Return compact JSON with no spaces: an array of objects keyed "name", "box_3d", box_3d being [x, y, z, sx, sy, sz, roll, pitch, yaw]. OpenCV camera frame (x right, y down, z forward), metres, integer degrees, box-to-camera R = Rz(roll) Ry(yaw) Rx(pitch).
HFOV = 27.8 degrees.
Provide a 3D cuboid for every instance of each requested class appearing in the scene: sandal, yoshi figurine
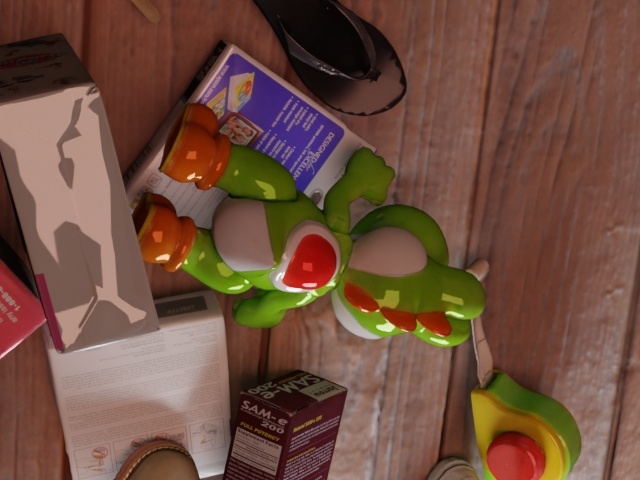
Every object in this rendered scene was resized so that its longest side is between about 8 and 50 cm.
[{"name":"sandal","box_3d":[-0.001,-0.216,1.330,0.097,0.054,0.254,-45,121,1]},{"name":"yoshi figurine","box_3d":[-0.006,-0.002,1.330,0.362,0.203,0.203,24,60,-13]}]

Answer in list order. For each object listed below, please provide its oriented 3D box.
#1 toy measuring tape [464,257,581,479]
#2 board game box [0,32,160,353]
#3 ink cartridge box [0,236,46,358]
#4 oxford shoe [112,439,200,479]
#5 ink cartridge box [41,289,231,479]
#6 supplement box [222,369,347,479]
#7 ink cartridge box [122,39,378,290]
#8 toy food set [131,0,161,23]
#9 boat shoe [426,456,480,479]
[{"name":"toy measuring tape","box_3d":[0.237,0.179,1.495,0.121,0.121,0.330,-14,110,-12]},{"name":"board game box","box_3d":[-0.240,-0.055,1.186,0.097,0.303,0.224,-15,109,-12]},{"name":"ink cartridge box","box_3d":[-0.496,0.078,1.212,0.384,0.160,0.279,-40,118,-5]},{"name":"oxford shoe","box_3d":[-0.177,0.416,1.374,0.140,0.146,0.397,13,82,-35]},{"name":"ink cartridge box","box_3d":[-0.196,0.173,1.419,0.189,0.066,0.232,-11,130,-13]},{"name":"supplement box","box_3d":[-0.051,0.275,1.434,0.130,0.073,0.239,-12,118,-61]},{"name":"ink cartridge box","box_3d":[-0.078,-0.072,1.366,0.208,0.045,0.206,34,96,-26]},{"name":"toy food set","box_3d":[-0.139,-0.320,1.284,0.192,0.038,0.132,-43,120,-6]},{"name":"boat shoe","box_3d":[0.127,0.370,1.548,0.083,0.076,0.226,17,101,-20]}]
